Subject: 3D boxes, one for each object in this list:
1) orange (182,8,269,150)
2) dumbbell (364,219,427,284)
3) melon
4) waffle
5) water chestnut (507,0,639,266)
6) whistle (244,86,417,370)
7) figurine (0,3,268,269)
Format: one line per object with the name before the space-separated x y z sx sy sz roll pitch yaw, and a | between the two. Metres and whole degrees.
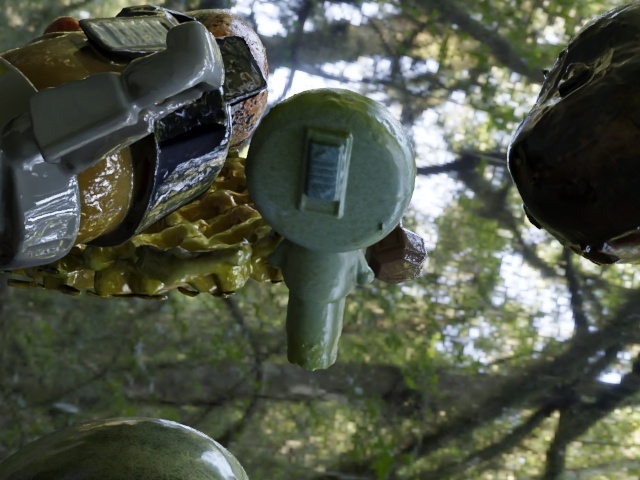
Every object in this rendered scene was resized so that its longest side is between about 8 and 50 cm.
orange | -0.174 -0.220 1.518 0.234 0.182 0.234 -38 -148 30
dumbbell | 0.101 -0.045 1.576 0.092 0.082 0.231 -16 -130 13
melon | -0.205 0.294 1.000 0.329 0.248 0.248 -28 -128 26
waffle | -0.135 -0.021 1.158 0.380 0.382 0.095 2 -73 23
water chestnut | 0.346 -0.091 1.103 0.300 0.300 0.300 -32 -127 56
whistle | 0.000 0.000 0.672 0.057 0.104 0.198 -68 168 -59
figurine | -0.167 -0.057 0.643 0.308 0.308 0.143 -152 -127 -62
